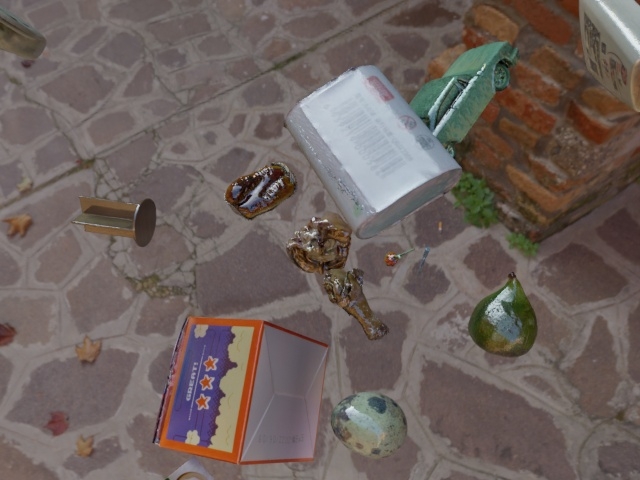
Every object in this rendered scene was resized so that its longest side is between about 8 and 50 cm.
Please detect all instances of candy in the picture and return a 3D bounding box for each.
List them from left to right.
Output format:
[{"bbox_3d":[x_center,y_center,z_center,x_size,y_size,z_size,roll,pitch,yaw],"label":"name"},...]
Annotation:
[{"bbox_3d":[0.323,0.060,1.904,0.061,0.201,0.060,7,72,-21],"label":"candy"}]

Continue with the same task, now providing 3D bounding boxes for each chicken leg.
[{"bbox_3d":[0.081,0.141,1.102,0.080,0.125,0.196,-49,51,27],"label":"chicken leg"}]

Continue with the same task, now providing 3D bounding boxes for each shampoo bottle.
[{"bbox_3d":[0.451,-0.252,0.658,0.071,0.153,0.284,-20,38,17],"label":"shampoo bottle"}]

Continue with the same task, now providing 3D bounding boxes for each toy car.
[{"bbox_3d":[0.225,-0.234,0.863,0.320,0.097,0.141,-54,24,-7],"label":"toy car"}]

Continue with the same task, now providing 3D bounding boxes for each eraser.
[{"bbox_3d":[0.069,-0.135,0.693,0.174,0.081,0.227,-32,66,2],"label":"eraser"}]

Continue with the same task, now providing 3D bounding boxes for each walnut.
[{"bbox_3d":[0.010,0.004,1.603,0.238,0.204,0.141,-32,36,26],"label":"walnut"}]

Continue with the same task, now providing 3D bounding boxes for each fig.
[{"bbox_3d":[0.571,0.220,1.426,0.203,0.235,0.203,15,20,-5],"label":"fig"}]

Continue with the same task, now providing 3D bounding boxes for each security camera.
[{"bbox_3d":[-0.643,-0.428,0.931,0.080,0.157,0.301,-56,26,0],"label":"security camera"}]

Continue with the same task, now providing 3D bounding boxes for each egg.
[{"bbox_3d":[0.109,0.411,1.053,0.182,0.141,0.141,20,57,-20],"label":"egg"}]

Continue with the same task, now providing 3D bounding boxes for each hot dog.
[{"bbox_3d":[-0.215,-0.182,1.709,0.270,0.082,0.162,-31,85,-15],"label":"hot dog"}]

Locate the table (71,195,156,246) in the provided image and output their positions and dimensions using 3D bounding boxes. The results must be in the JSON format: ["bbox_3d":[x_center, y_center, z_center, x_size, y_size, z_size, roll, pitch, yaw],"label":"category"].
[{"bbox_3d":[-0.694,-0.075,1.581,0.227,0.167,0.167,8,60,3],"label":"table"}]

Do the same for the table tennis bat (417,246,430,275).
[{"bbox_3d":[0.442,0.086,2.022,0.019,0.155,0.100,18,47,11],"label":"table tennis bat"}]

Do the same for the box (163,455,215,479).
[{"bbox_3d":[-0.305,0.581,1.001,0.135,0.199,0.081,40,113,15],"label":"box"}]

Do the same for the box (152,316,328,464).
[{"bbox_3d":[-0.182,0.387,1.220,0.257,0.349,0.318,-2,70,29],"label":"box"}]
